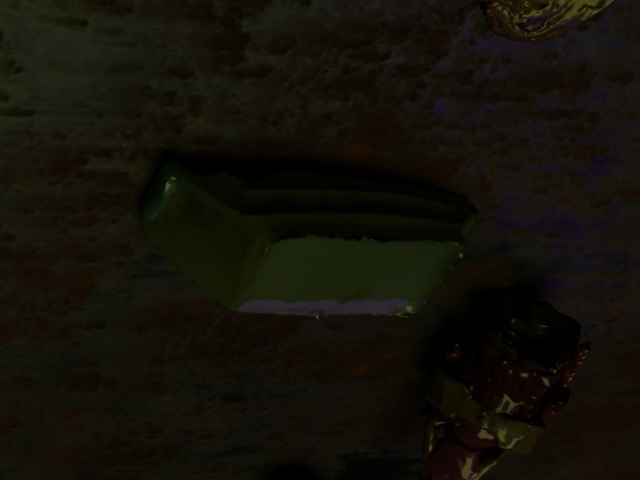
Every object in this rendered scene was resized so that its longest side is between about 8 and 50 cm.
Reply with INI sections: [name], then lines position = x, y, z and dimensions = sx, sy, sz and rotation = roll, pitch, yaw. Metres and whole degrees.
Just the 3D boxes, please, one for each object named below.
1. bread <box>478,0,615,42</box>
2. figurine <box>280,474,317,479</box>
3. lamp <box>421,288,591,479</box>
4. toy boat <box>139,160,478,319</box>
[bread]
position = 0.127, -0.220, 0.796
dimensions = 0.158, 0.143, 0.149
rotation = -32, 130, 13
[figurine]
position = -0.003, 0.280, 1.317
dimensions = 0.068, 0.075, 0.140
rotation = -41, 136, 22
[lamp]
position = 0.150, 0.162, 1.227
dimensions = 0.118, 0.118, 0.253
rotation = 2, 133, -22
[toy boat]
position = 0.000, 0.004, 1.025
dimensions = 0.276, 0.084, 0.111
rotation = 7, 133, -28
